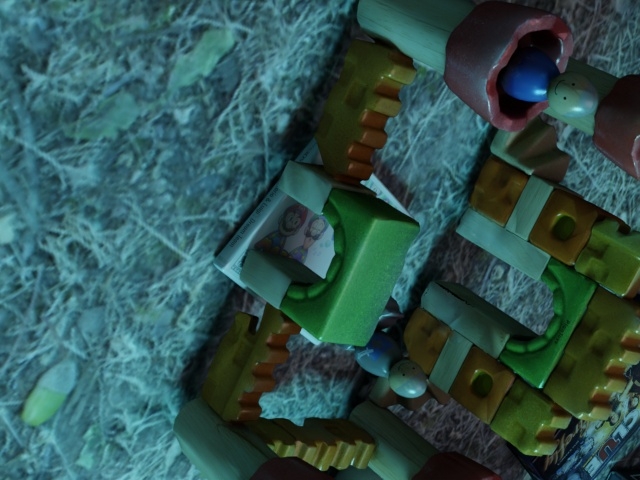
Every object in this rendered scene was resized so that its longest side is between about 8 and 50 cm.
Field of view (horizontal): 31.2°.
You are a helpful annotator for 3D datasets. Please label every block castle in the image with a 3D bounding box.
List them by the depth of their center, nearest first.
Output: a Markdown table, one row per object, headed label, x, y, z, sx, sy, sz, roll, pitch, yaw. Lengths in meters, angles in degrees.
| label | x | y | z | sx | sy | sz | roll | pitch | yaw |
| --- | --- | --- | --- | --- | --- | --- | --- | --- | --- |
| block castle | 0.110 | 0.047 | 0.918 | 0.303 | 0.213 | 0.453 | 11 | 108 | -47 |

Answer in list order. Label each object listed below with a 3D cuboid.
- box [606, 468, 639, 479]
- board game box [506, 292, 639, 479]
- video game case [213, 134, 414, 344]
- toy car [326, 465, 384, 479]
| label | x | y | z | sx | sy | sz | roll | pitch | yaw |
| --- | --- | --- | --- | --- | --- | --- | --- | --- | --- |
| box | 0.548 | 0.461 | 1.577 | 0.294 | 0.296 | 0.183 | 8 | 111 | -45 |
| board game box | 0.343 | 0.201 | 1.399 | 0.243 | 0.042 | 0.165 | -48 | 139 | -7 |
| video game case | 0.000 | 0.000 | 0.958 | 0.143 | 0.019 | 0.157 | -51 | 139 | -4 |
| toy car | 0.016 | 0.308 | 1.110 | 0.182 | 0.159 | 0.136 | -3 | 155 | -42 |
